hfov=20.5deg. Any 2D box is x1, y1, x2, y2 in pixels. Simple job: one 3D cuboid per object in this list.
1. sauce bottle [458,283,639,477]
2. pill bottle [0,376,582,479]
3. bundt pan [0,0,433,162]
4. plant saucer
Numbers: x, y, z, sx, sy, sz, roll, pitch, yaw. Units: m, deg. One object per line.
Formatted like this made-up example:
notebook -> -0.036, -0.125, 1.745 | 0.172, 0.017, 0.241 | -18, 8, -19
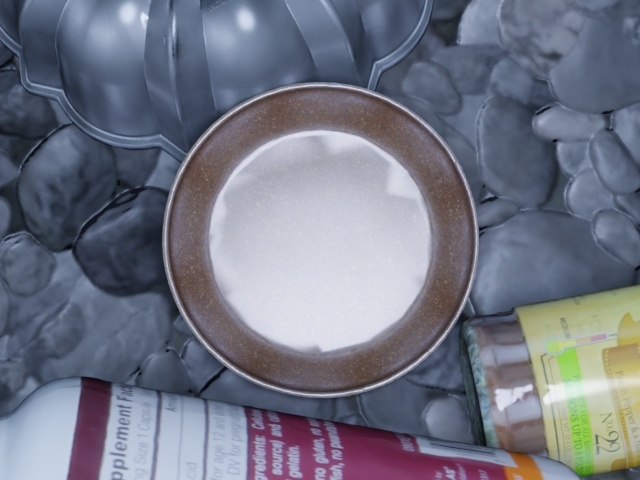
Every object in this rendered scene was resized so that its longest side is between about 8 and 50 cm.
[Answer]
sauce bottle -> 0.259, 0.066, 1.060 | 0.344, 0.111, 0.111 | -12, 72, 1
pill bottle -> -0.068, 0.196, 0.943 | 0.392, 0.224, 0.224 | 10, 73, -7
bundt pan -> -0.079, -0.224, 1.170 | 0.331, 0.124, 0.331 | -1, 73, 4
plant saucer -> 0.000, 0.000, 1.122 | 0.199, 0.036, 0.198 | 0, 87, -1
